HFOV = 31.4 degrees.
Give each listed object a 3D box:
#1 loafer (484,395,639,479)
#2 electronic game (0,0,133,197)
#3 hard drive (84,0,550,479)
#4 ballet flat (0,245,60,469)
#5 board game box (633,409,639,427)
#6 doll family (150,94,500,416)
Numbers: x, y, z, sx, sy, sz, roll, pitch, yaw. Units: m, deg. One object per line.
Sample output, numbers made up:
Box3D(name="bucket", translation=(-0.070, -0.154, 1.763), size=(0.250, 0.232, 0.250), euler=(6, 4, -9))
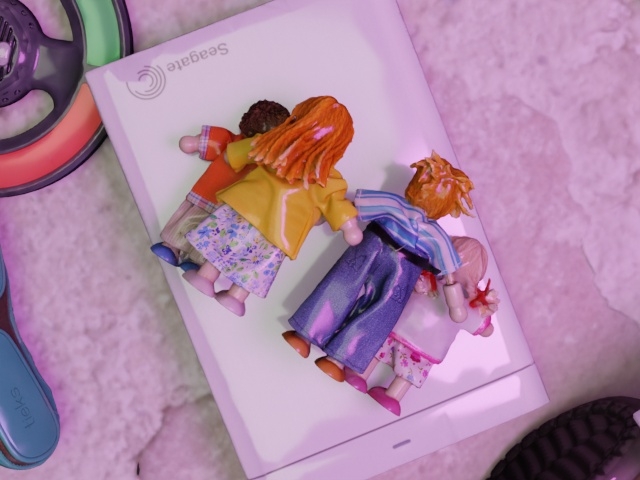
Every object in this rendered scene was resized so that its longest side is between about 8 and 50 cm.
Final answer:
Box3D(name="loafer", translation=(0.155, 0.277, 0.847), size=(0.130, 0.134, 0.366), euler=(34, 100, -12))
Box3D(name="electronic game", translation=(-0.257, -0.146, 0.873), size=(0.229, 0.048, 0.229), euler=(0, 94, 4))
Box3D(name="hard drive", translation=(0.000, 0.000, 0.847), size=(0.233, 0.047, 0.353), euler=(-22, 93, -3))
Box3D(name="ballet flat", translation=(-0.277, 0.064, 0.873), size=(0.087, 0.083, 0.247), euler=(-12, 100, 44))
Box3D(name="board game box", translation=(0.423, 0.150, 0.771), size=(0.318, 0.066, 0.318), euler=(-35, 117, 7))
Box3D(name="doll family", translation=(0.017, -0.001, 0.765), size=(0.263, 0.118, 0.163), euler=(34, 89, -5))
